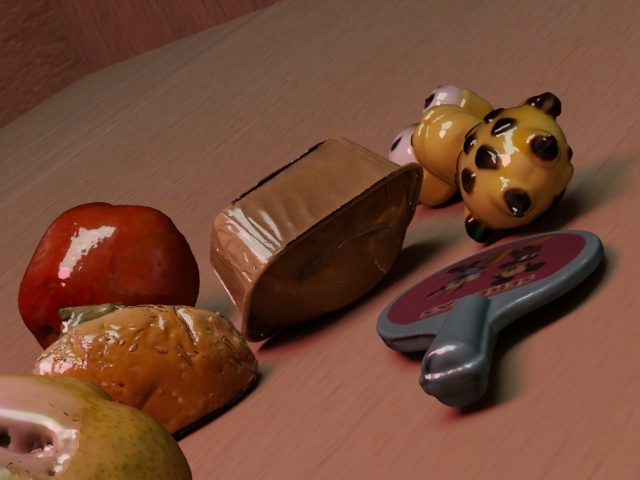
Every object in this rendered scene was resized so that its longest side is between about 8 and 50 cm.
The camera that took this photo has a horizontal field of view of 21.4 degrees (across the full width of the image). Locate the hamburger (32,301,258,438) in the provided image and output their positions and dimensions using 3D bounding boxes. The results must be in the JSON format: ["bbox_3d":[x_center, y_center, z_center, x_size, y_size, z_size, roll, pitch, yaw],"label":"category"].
[{"bbox_3d":[-0.134,0.091,1.133,0.176,0.102,0.087,-27,26,-7],"label":"hamburger"}]

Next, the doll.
[{"bbox_3d":[0.120,-0.066,1.287,0.117,0.086,0.291,-56,14,1],"label":"doll"}]

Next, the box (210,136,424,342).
[{"bbox_3d":[0.000,0.000,1.232,0.177,0.111,0.111,-34,16,-28],"label":"box"}]

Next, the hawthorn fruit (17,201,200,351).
[{"bbox_3d":[-0.167,0.038,1.317,0.133,0.133,0.138,-13,32,42],"label":"hawthorn fruit"}]

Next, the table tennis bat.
[{"bbox_3d":[0.099,0.044,1.043,0.153,0.040,0.244,-20,11,18],"label":"table tennis bat"}]

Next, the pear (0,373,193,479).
[{"bbox_3d":[-0.145,0.144,0.827,0.178,0.178,0.178,-24,14,6],"label":"pear"}]
